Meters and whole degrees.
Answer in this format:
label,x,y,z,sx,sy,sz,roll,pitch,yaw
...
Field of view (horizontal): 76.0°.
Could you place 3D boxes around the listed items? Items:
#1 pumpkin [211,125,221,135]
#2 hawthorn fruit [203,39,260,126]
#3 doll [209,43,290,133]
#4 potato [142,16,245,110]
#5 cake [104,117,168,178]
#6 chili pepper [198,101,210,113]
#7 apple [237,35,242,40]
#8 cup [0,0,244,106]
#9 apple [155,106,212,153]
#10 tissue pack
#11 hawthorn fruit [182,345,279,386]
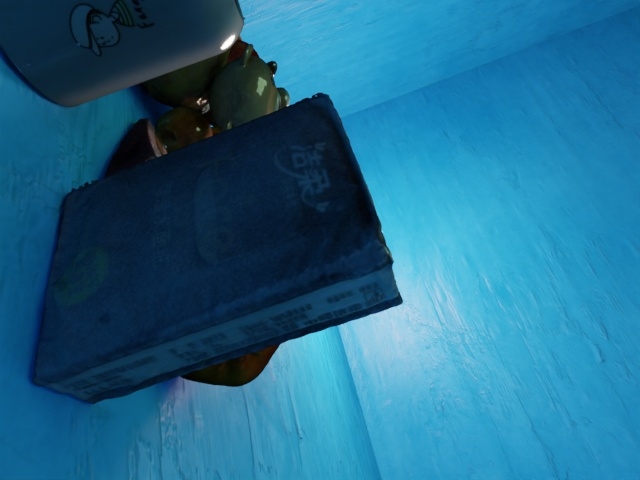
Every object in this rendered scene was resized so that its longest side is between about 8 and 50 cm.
label,x,y,z,sx,sy,sz,roll,pitch,yaw
pumpkin,-0.266,-0.214,1.146,0.111,0.163,0.278,73,2,-46
hawthorn fruit,-0.301,-0.494,1.344,0.265,0.265,0.307,-95,179,-69
doll,-0.179,-0.354,1.046,0.330,0.174,0.235,-77,-174,-81
potato,-0.332,-0.433,0.940,0.289,0.301,0.237,11,88,-63
cake,-0.314,-0.147,0.778,0.295,0.113,0.116,-112,-179,-53
chili pepper,-0.376,-0.485,1.131,0.270,0.136,0.099,61,14,-5
apple,-0.392,-0.728,1.526,0.261,0.194,0.260,-17,90,-84
cup,-0.286,-0.348,0.609,0.205,0.312,0.205,-18,90,-87
apple,-0.317,-0.248,0.962,0.126,0.126,0.102,69,28,-20
tissue pack,-0.129,0.000,0.514,0.124,0.394,0.288,63,10,-54
hawthorn fruit,-0.168,0.137,0.742,0.299,0.211,0.211,-136,-155,-81
